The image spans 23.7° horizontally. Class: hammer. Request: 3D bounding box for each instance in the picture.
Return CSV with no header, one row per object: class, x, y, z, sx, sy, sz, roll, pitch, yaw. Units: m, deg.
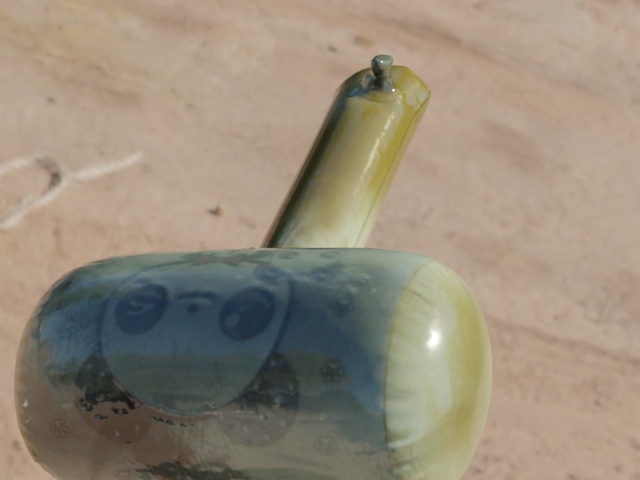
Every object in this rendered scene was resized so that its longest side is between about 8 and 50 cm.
hammer,0.000,0.000,0.708,0.201,0.113,0.305,1,37,21
